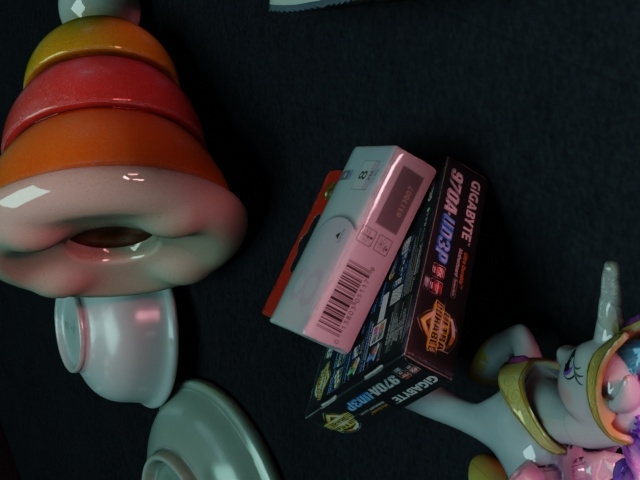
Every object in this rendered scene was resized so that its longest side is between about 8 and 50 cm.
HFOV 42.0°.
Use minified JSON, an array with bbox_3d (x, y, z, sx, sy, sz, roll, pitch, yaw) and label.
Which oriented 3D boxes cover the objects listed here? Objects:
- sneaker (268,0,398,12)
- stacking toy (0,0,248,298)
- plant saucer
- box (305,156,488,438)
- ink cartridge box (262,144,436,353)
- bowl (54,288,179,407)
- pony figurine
[{"bbox_3d":[0.045,-0.280,0.751,0.319,0.112,0.131,12,113,50],"label":"sneaker"},{"bbox_3d":[-0.293,-0.187,1.132,0.350,0.350,0.480,-37,55,51],"label":"stacking toy"},{"bbox_3d":[-0.188,0.422,1.304,0.400,0.100,0.401,23,120,48],"label":"plant saucer"},{"bbox_3d":[0.070,0.053,0.766,0.175,0.051,0.220,-45,22,49],"label":"box"},{"bbox_3d":[0.000,0.000,0.829,0.232,0.066,0.189,13,76,62],"label":"ink cartridge box"},{"bbox_3d":[-0.348,0.135,1.360,0.297,0.134,0.298,10,102,56],"label":"bowl"},{"bbox_3d":[0.179,0.214,0.646,0.363,0.302,0.351,145,116,-68],"label":"pony figurine"}]
